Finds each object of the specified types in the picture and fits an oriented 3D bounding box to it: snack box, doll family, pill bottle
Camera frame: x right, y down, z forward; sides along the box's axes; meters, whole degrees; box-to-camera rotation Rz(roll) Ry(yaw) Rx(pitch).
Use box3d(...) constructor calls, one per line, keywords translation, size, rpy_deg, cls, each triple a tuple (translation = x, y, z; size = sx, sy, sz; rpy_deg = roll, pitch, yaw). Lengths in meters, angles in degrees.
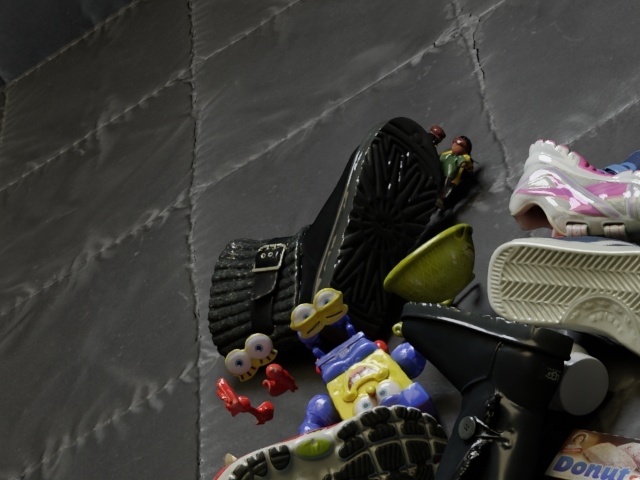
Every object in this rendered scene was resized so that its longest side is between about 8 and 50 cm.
box3d(translation=(0.311, 0.231, 1.795), size=(0.178, 0.022, 0.064), rpy_deg=(4, 50, 52), cls="snack box")
box3d(translation=(0.157, -0.107, 2.430), size=(0.193, 0.076, 0.111), rpy_deg=(23, 84, 54), cls="doll family")
box3d(translation=(0.250, 0.142, 1.942), size=(0.078, 0.078, 0.137), rpy_deg=(-44, 28, -12), cls="pill bottle")

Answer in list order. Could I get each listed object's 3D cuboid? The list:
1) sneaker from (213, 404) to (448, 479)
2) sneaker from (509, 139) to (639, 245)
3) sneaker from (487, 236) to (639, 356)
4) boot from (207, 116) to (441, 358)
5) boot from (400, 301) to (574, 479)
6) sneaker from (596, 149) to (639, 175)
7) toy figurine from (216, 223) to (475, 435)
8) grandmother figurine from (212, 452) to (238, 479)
box3d(translation=(0.009, 0.245, 1.954), size=(0.279, 0.107, 0.118), rpy_deg=(-7, -4, -21), cls="sneaker")
box3d(translation=(0.325, -0.023, 2.050), size=(0.252, 0.103, 0.111), rpy_deg=(22, 71, 39), cls="sneaker")
box3d(translation=(0.358, 0.059, 1.909), size=(0.350, 0.131, 0.148), rpy_deg=(18, 14, 38), cls="sneaker")
box3d(translation=(-0.003, -0.002, 2.348), size=(0.260, 0.131, 0.348), rpy_deg=(-11, 46, 50), cls="boot")
box3d(translation=(0.151, 0.181, 1.904), size=(0.246, 0.094, 0.207), rpy_deg=(10, 80, 50), cls="boot")
box3d(translation=(0.351, -0.066, 2.157), size=(0.144, 0.059, 0.053), rpy_deg=(-44, 26, -13), cls="sneaker")
box3d(translation=(0.086, 0.171, 2.090), size=(0.362, 0.191, 0.217), rpy_deg=(-32, 57, -4), cls="toy figurine")
box3d(translation=(-0.162, 0.412, 2.009), size=(0.208, 0.104, 0.342), rpy_deg=(21, 65, 48), cls="grandmother figurine")
